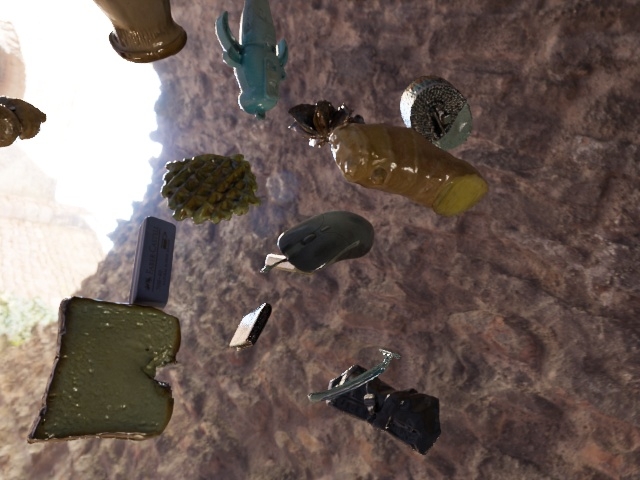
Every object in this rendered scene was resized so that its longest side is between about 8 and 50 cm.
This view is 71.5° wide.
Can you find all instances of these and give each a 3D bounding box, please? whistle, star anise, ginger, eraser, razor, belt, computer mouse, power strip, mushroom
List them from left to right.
[{"bbox_3d":[-0.563,-0.199,0.757,0.204,0.104,0.080,-93,-153,-66],"label":"ginger"},{"bbox_3d":[-0.295,-0.431,0.616,0.407,0.137,0.154,86,-15,-58],"label":"mushroom"},{"bbox_3d":[-0.397,0.057,1.054,0.036,0.082,0.225,-18,-118,36],"label":"eraser"},{"bbox_3d":[-0.134,-0.395,0.962,0.093,0.186,0.274,-4,-93,41],"label":"whistle"},{"bbox_3d":[-0.139,0.096,1.854,0.387,0.092,0.066,1,-104,63],"label":"power strip"},{"bbox_3d":[0.000,0.000,1.196,0.167,0.379,0.090,44,-39,28],"label":"computer mouse"},{"bbox_3d":[0.034,-0.411,1.606,0.332,0.332,0.117,-2,-115,47],"label":"star anise"},{"bbox_3d":[0.066,0.270,0.866,0.037,0.191,0.068,65,-17,1],"label":"razor"},{"bbox_3d":[0.177,-0.141,0.869,0.126,0.354,0.190,-54,-159,37],"label":"ginger"},{"bbox_3d":[0.391,-0.423,1.500,0.207,0.257,0.150,-30,-146,16],"label":"belt"}]

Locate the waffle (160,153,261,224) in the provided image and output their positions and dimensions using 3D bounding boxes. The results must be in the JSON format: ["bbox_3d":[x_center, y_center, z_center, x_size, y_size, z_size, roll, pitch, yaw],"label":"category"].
[{"bbox_3d":[-0.257,-0.127,1.037,0.054,0.223,0.204,104,-28,-56],"label":"waffle"}]

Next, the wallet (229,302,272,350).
[{"bbox_3d":[-0.177,0.221,1.121,0.110,0.031,0.198,-63,-168,-25],"label":"wallet"}]

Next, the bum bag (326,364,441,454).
[{"bbox_3d":[0.154,0.403,1.099,0.310,0.074,0.137,15,-127,33],"label":"bum bag"}]

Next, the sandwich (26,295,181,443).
[{"bbox_3d":[-0.412,0.258,0.893,0.095,0.249,0.273,-37,-133,47],"label":"sandwich"}]
